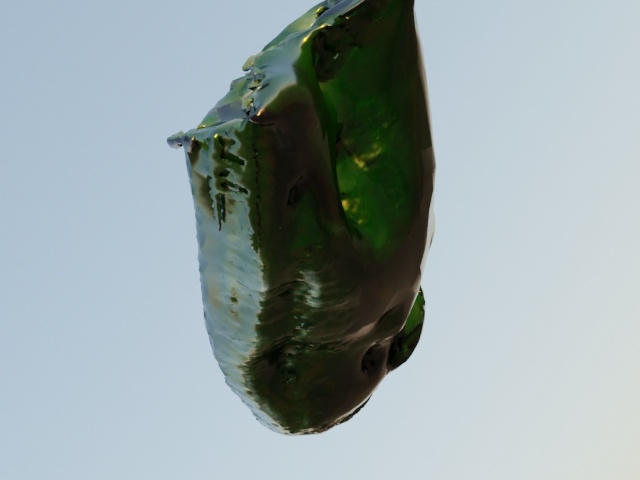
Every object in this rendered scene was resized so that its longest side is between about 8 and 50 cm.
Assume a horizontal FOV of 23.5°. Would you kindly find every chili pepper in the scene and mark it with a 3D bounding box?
[{"bbox_3d":[0.002,0.001,0.470,0.098,0.061,0.224,-55,-14,-20],"label":"chili pepper"}]
